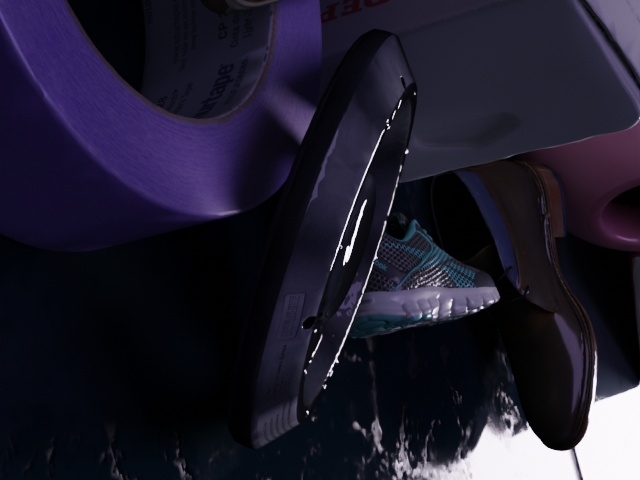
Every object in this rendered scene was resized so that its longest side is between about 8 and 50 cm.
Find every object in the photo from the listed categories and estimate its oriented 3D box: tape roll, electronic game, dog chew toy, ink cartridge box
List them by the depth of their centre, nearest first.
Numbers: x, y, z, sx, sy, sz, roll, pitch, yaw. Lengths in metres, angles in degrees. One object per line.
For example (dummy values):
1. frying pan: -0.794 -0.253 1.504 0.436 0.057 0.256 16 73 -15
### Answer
1. tape roll: -0.108 -0.136 0.721 0.275 0.090 0.275 31 53 -51
2. electronic game: 0.000 0.000 0.790 0.229 0.048 0.229 18 90 -83
3. ink cartridge box: 0.090 -0.206 0.943 0.131 0.226 0.306 45 42 -41
4. dog chew toy: 0.253 -0.159 1.239 0.206 0.206 0.332 39 39 -47

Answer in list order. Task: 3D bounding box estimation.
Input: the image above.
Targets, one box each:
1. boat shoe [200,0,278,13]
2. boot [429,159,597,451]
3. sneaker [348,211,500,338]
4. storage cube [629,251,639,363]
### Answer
1. boat shoe: 0.006 -0.160 0.760 0.190 0.072 0.068 -49 121 -54
2. boot: 0.132 0.044 1.085 0.106 0.082 0.219 7 68 -43
3. sneaker: 0.065 0.018 0.981 0.166 0.065 0.076 -1 75 -61
4. storage cube: 0.379 0.004 1.348 0.215 0.183 0.193 73 25 -46
